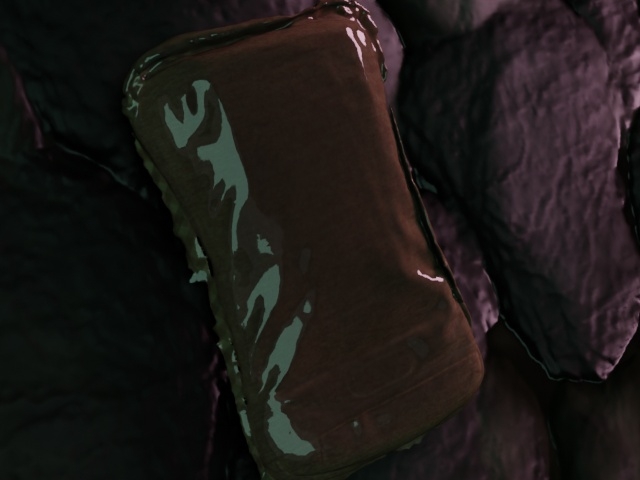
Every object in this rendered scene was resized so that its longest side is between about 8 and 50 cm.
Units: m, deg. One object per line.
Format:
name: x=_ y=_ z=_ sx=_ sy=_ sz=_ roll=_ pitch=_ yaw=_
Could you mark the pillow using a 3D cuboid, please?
pillow: x=-0.002 y=0.002 z=0.574 sx=0.135 sy=0.034 sz=0.211 roll=-21 pitch=96 yaw=-31
